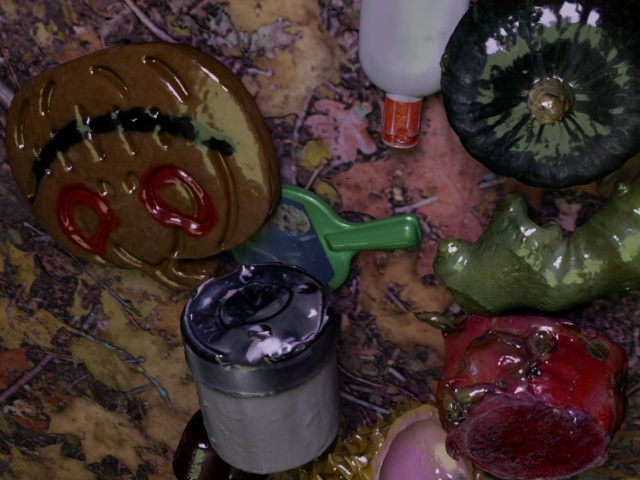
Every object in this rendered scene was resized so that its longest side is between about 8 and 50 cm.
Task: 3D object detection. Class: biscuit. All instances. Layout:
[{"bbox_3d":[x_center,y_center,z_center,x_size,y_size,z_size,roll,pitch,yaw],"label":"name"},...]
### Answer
[{"bbox_3d":[-0.220,-0.074,0.991,0.367,0.063,0.314,-10,110,27],"label":"biscuit"}]

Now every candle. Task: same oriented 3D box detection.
[{"bbox_3d":[-0.062,0.189,1.027,0.187,0.187,0.330,7,130,16],"label":"candle"}]

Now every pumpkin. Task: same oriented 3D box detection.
[{"bbox_3d":[0.214,-0.146,0.747,0.211,0.152,0.212,1,121,2],"label":"pumpkin"}]

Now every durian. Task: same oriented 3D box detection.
[{"bbox_3d":[0.050,0.314,1.033,0.195,0.305,0.186,-5,118,53],"label":"durian"}]

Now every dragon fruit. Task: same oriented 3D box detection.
[{"bbox_3d":[0.219,0.182,0.908,0.282,0.147,0.211,22,147,-15],"label":"dragon fruit"}]

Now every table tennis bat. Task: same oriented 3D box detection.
[{"bbox_3d":[0.000,0.000,0.986,0.257,0.039,0.161,-6,119,26],"label":"table tennis bat"}]

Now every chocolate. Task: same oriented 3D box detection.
[{"bbox_3d":[-0.135,0.285,1.171,0.148,0.125,0.080,8,120,-28],"label":"chocolate"}]

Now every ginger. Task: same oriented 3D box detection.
[{"bbox_3d":[0.255,0.007,0.866,0.289,0.089,0.137,-11,91,31],"label":"ginger"}]

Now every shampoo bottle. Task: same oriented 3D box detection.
[{"bbox_3d":[0.090,-0.201,0.822,0.108,0.051,0.221,10,122,12],"label":"shampoo bottle"}]
